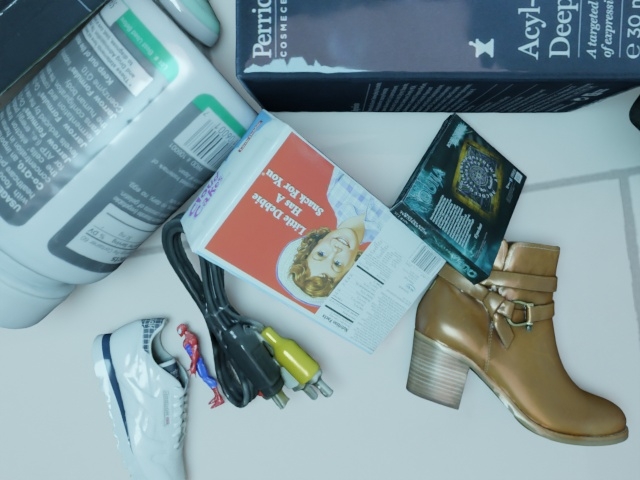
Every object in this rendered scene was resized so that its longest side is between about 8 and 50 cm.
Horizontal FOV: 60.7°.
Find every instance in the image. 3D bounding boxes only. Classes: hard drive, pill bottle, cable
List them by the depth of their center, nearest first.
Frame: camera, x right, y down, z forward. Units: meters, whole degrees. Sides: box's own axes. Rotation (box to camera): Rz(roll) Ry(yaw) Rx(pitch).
[{"bbox_3d":[-0.374,-0.249,0.613,0.339,0.064,0.237,-40,51,3],"label":"hard drive"},{"bbox_3d":[-0.259,-0.083,0.614,0.361,0.204,0.204,-42,92,3],"label":"pill bottle"},{"bbox_3d":[-0.108,0.098,0.678,0.139,0.072,0.287,-27,97,38],"label":"cable"}]

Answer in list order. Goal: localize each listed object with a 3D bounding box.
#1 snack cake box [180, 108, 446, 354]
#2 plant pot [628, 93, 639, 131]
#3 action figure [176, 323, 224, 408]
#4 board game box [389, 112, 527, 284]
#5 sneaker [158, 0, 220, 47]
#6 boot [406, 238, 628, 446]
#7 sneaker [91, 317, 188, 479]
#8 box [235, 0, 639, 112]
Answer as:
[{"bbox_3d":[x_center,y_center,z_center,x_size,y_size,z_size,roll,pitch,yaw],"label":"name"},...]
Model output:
[{"bbox_3d":[0.000,0.000,0.610,0.264,0.089,0.152,36,96,-32],"label":"snack cake box"},{"bbox_3d":[0.415,-0.122,0.434,0.188,0.167,0.187,33,94,-19],"label":"plant pot"},{"bbox_3d":[-0.159,0.161,0.710,0.030,0.038,0.115,-21,94,-14],"label":"action figure"},{"bbox_3d":[0.165,-0.055,0.628,0.126,0.026,0.186,40,51,-6],"label":"board game box"},{"bbox_3d":[-0.148,-0.370,0.637,0.151,0.094,0.256,-26,94,10],"label":"sneaker"},{"bbox_3d":[0.259,0.113,0.672,0.283,0.109,0.220,16,90,8],"label":"boot"},{"bbox_3d":[-0.208,0.217,0.695,0.094,0.090,0.235,-18,94,-7],"label":"sneaker"},{"bbox_3d":[0.119,-0.298,0.585,0.395,0.212,0.294,0,94,3],"label":"box"}]
